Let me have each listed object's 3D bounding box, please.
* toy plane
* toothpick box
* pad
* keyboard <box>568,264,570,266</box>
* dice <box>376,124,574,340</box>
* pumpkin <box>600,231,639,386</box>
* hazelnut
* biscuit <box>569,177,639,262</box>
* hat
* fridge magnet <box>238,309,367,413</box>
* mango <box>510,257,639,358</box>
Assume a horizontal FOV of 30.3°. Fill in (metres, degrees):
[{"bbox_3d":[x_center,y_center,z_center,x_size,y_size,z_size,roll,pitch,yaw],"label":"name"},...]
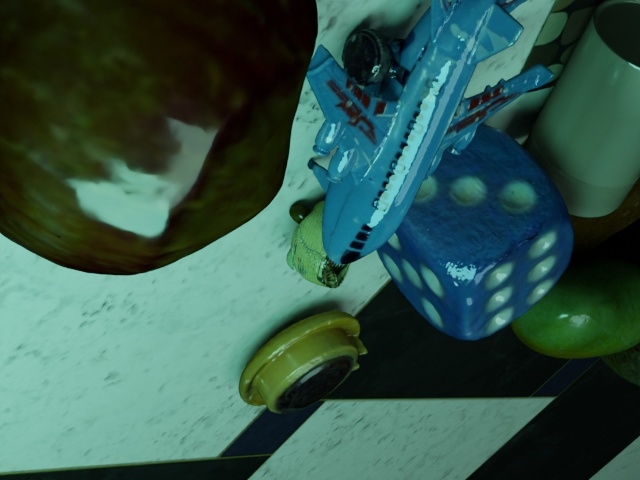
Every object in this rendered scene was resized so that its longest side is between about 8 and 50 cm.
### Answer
[{"bbox_3d":[0.063,-0.095,0.902,0.254,0.105,0.271,-4,140,-44],"label":"toy plane"},{"bbox_3d":[0.261,-0.117,1.076,0.111,0.111,0.181,-18,147,-30],"label":"toothpick box"},{"bbox_3d":[0.263,-0.224,1.034,0.158,0.003,0.235,-18,148,-31],"label":"pad"},{"bbox_3d":[0.215,0.046,1.381,0.106,0.027,0.317,-45,152,16],"label":"keyboard"},{"bbox_3d":[0.139,-0.008,1.087,0.146,0.146,0.143,-34,151,-12],"label":"dice"},{"bbox_3d":[0.399,0.052,1.501,0.149,0.254,0.130,0,151,25],"label":"pumpkin"},{"bbox_3d":[-0.115,-0.084,0.613,0.218,0.218,0.234,-10,144,-40],"label":"hazelnut"},{"bbox_3d":[0.332,-0.081,1.286,0.273,0.049,0.257,-38,155,13],"label":"biscuit"},{"bbox_3d":[0.000,-0.001,1.031,0.077,0.059,0.076,51,59,-72],"label":"hat"},{"bbox_3d":[-0.018,0.126,1.202,0.143,0.063,0.143,-29,155,-15],"label":"fridge magnet"},{"bbox_3d":[0.300,0.084,1.358,0.156,0.114,0.251,-5,-177,35],"label":"mango"}]
